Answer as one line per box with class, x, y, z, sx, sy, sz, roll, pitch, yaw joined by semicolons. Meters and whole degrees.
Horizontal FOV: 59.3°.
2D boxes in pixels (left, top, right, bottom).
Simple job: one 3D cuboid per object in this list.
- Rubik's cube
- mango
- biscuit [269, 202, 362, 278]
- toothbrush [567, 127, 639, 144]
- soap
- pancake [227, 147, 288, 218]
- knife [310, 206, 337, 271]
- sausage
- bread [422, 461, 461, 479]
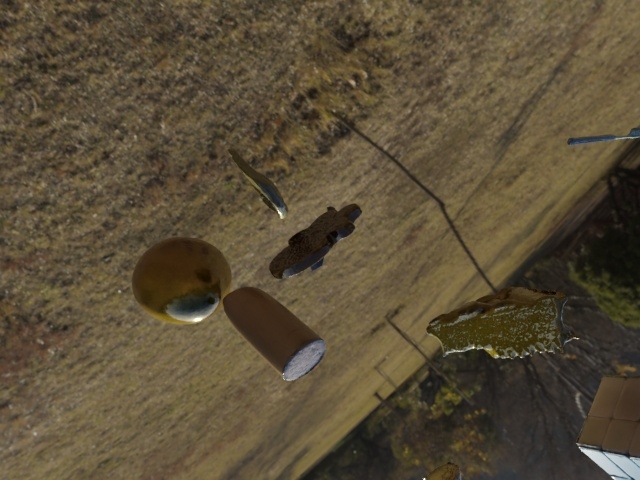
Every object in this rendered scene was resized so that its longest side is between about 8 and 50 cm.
Rubik's cube;0.823;0.485;1.382;0.221;0.231;0.224;-55;-168;-24
mango;-0.363;0.113;1.495;0.263;0.378;0.221;8;99;-17
biscuit;-0.012;0.003;1.140;0.180;0.039;0.236;-12;-156;47
toothbrush;0.586;-0.212;1.151;0.219;0.016;0.019;-10;126;-25
soap;0.456;0.233;1.463;0.304;0.169;0.339;-24;177;1
pancake;-0.160;-0.157;1.481;0.050;0.242;0.242;-41;157;-5
knife;0.000;0.000;1.756;0.060;0.028;0.230;2;118;-22
sausage;-0.114;0.206;1.310;0.123;0.253;0.123;-30;139;-30
bread;0.228;0.461;1.048;0.072;0.053;0.106;-21;136;-23
